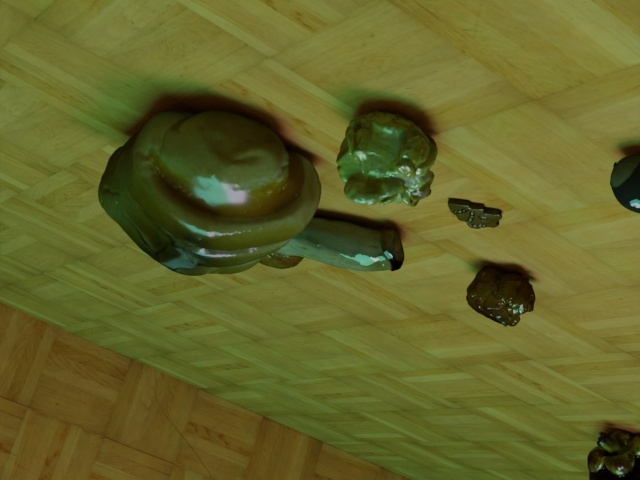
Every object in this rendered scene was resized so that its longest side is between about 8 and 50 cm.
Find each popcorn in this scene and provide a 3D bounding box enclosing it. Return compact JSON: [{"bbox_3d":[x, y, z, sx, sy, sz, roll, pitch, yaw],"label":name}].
[{"bbox_3d":[0.090,-0.115,1.556,0.135,0.162,0.141,45,151,35],"label":"popcorn"}]

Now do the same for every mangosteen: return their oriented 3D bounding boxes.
[{"bbox_3d":[0.711,0.533,2.645,0.192,0.192,0.217,-4,130,44],"label":"mangosteen"}]

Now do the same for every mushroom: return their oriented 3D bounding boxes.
[{"bbox_3d":[0.000,0.000,1.966,0.312,0.081,0.100,11,153,22],"label":"mushroom"}]

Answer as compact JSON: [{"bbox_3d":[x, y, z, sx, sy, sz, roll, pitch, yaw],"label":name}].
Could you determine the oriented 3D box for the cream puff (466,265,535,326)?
[{"bbox_3d":[0.311,0.093,1.950,0.116,0.094,0.122,30,180,-22],"label":"cream puff"}]

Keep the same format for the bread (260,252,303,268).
[{"bbox_3d":[-0.088,0.024,2.140,0.154,0.054,0.136,14,163,16],"label":"bread"}]

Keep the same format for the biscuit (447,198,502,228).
[{"bbox_3d":[0.237,-0.041,1.761,0.092,0.016,0.082,24,159,-22],"label":"biscuit"}]

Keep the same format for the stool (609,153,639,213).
[{"bbox_3d":[0.463,-0.037,1.388,0.228,0.153,0.139,9,158,21],"label":"stool"}]

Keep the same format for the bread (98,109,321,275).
[{"bbox_3d":[-0.170,-0.063,1.763,0.301,0.210,0.341,24,158,-23],"label":"bread"}]
